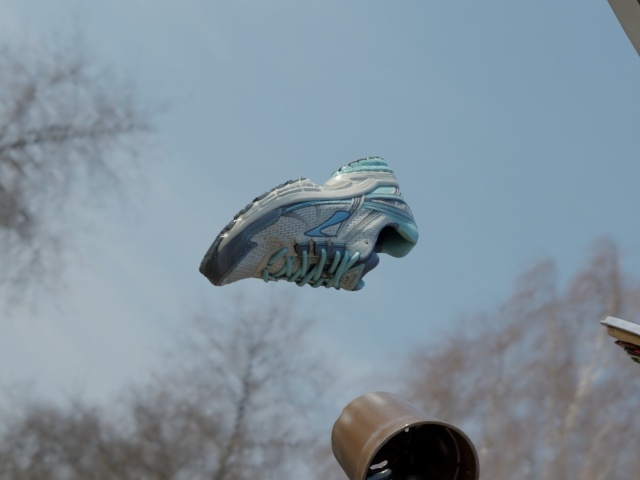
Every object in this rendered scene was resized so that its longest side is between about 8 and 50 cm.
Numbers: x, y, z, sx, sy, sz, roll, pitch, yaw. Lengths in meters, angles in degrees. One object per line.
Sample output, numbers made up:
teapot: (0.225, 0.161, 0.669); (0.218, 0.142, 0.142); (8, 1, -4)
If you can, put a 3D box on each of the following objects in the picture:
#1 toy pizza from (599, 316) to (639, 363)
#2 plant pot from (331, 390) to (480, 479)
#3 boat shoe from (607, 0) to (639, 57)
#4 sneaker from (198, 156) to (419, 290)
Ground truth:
toy pizza: (0.348, 0.119, 1.516); (0.201, 0.032, 0.201); (22, -1, 0)
plant pot: (0.101, 0.284, 2.179); (0.167, 0.167, 0.165); (57, -8, -25)
boat shoe: (0.231, -0.151, 1.064); (0.219, 0.070, 0.078); (55, 20, -17)
sneaker: (0.000, 0.000, 1.756); (0.122, 0.283, 0.110); (55, -40, 13)
